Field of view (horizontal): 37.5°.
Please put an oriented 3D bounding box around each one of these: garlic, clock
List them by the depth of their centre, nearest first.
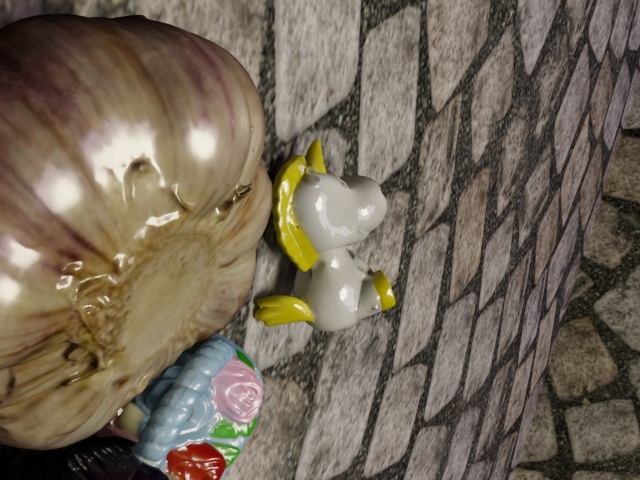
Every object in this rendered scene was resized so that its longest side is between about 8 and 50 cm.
[{"bbox_3d":[-0.132,-0.013,0.472,0.245,0.161,0.245,-47,162,-20],"label":"garlic"},{"bbox_3d":[-0.109,0.146,0.594,0.194,0.100,0.195,-61,176,-6],"label":"clock"}]

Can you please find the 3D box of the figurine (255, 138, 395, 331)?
[{"bbox_3d":[0.006,-0.004,0.849,0.130,0.109,0.178,-12,114,-39],"label":"figurine"}]
